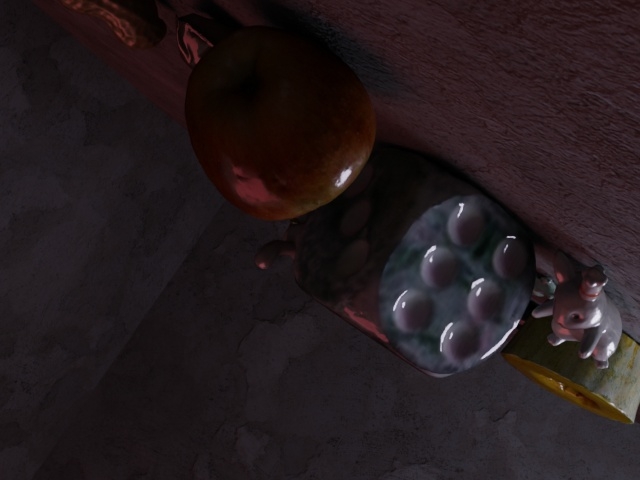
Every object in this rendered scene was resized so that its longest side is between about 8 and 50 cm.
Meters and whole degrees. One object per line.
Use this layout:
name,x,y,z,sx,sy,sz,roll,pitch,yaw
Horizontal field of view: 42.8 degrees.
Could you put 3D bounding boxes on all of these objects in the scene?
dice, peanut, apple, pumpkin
dice,0.176,0.045,1.564,0.330,0.327,0.348,36,176,-31
peanut,-0.420,-0.477,1.582,0.298,0.136,0.120,36,-146,-40
apple,-0.073,-0.186,1.225,0.309,0.277,0.250,16,150,52
pumpkin,0.610,0.268,1.917,0.333,0.199,0.332,27,173,4

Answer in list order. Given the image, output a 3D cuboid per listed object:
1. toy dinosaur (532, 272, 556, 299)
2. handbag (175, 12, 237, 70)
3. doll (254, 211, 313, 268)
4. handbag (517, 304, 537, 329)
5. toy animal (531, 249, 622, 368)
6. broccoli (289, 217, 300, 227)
toy dinosaur,0.461,0.094,1.842,0.167,0.053,0.242,28,173,-39
handbag,-0.158,-0.322,1.495,0.270,0.117,0.182,34,-175,-17
doll,0.000,0.000,1.731,0.252,0.237,0.111,30,156,-27
handbag,0.633,0.258,2.310,0.244,0.088,0.275,36,180,11
toy animal,0.474,0.128,1.514,0.140,0.138,0.282,37,178,39
broccoli,-0.039,-0.177,1.947,0.397,0.275,0.353,54,162,10
